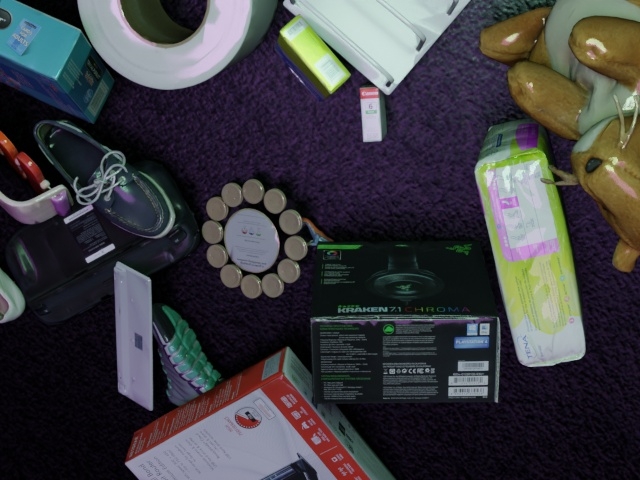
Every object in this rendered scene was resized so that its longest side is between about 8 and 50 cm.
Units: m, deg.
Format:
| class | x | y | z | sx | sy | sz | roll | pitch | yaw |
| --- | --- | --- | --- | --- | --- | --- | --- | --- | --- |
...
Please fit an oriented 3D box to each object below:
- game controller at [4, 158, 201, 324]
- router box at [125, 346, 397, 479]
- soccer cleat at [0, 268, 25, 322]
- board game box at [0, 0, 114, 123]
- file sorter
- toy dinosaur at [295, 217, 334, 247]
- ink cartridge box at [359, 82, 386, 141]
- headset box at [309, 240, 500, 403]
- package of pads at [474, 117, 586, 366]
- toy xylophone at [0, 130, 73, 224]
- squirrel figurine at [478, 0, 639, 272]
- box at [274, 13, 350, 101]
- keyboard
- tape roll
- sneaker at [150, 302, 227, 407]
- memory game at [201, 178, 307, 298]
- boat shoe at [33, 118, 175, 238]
| class | x | y | z | sx | sy | sz | roll | pitch | yaw |
| --- | --- | --- | --- | --- | --- | --- | --- | --- | --- |
| game controller | -0.342 | 0.005 | 1.826 | 0.319 | 0.067 | 0.166 | -27 | 85 | 17 |
| router box | -0.078 | 0.368 | 1.824 | 0.301 | 0.082 | 0.335 | -31 | 112 | 18 |
| soccer cleat | -0.543 | 0.048 | 1.860 | 0.068 | 0.076 | 0.196 | -41 | 95 | 19 |
| board game box | -0.474 | -0.293 | 1.652 | 0.336 | 0.254 | 0.079 | 25 | 83 | 3 |
| file sorter | 0.108 | -0.358 | 1.533 | 0.193 | 0.173 | 0.278 | 41 | 95 | -2 |
| toy dinosaur | 0.000 | 0.000 | 1.773 | 0.090 | 0.047 | 0.082 | -18 | 94 | -18 |
| ink cartridge box | 0.074 | -0.201 | 1.675 | 0.029 | 0.063 | 0.115 | -3 | 104 | 11 |
| headset box | 0.113 | 0.103 | 1.640 | 0.246 | 0.283 | 0.131 | 0 | 112 | 3 |
| package of pads | 0.290 | -0.001 | 1.604 | 0.101 | 0.229 | 0.297 | -12 | 104 | 14 |
| toy xylophone | -0.496 | -0.147 | 1.716 | 0.081 | 0.236 | 0.323 | -44 | 93 | -12 |
| squirrel figurine | 0.418 | -0.142 | 1.436 | 0.397 | 0.370 | 0.281 | 24 | 133 | -35 |
| box | -0.014 | -0.248 | 1.629 | 0.042 | 0.178 | 0.109 | -41 | 95 | -1 |
| keyboard | -0.288 | 0.152 | 1.829 | 0.072 | 0.014 | 0.256 | 21 | 126 | 25 |
| tape roll | -0.192 | -0.341 | 1.630 | 0.246 | 0.169 | 0.246 | 3 | 107 | 9 |
| sneaker | -0.224 | 0.207 | 1.845 | 0.098 | 0.083 | 0.224 | -30 | 99 | 22 |
| memory game | -0.100 | -0.001 | 1.765 | 0.186 | 0.012 | 0.186 | 7 | 105 | 28 |
| boat shoe | -0.321 | -0.095 | 1.739 | 0.254 | 0.079 | 0.095 | 44 | 96 | 16 |
